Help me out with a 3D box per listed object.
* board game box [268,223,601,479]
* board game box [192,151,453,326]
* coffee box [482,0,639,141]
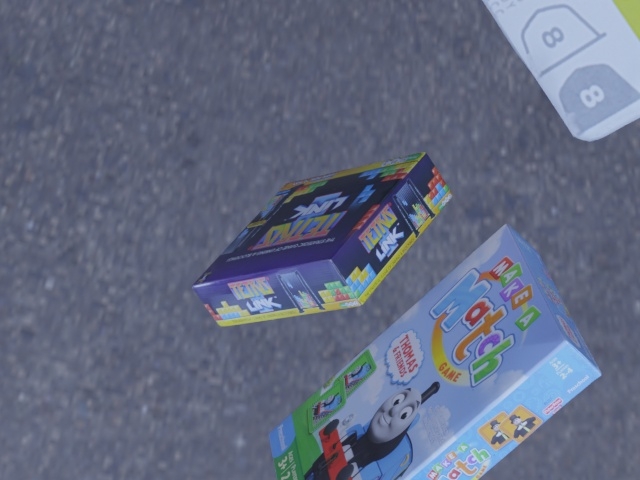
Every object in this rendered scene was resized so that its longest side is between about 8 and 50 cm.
[{"bbox_3d":[0.062,0.101,1.120,0.211,0.160,0.039,-42,113,12],"label":"board game box"},{"bbox_3d":[0.000,0.000,1.455,0.170,0.141,0.048,-12,118,47],"label":"board game box"},{"bbox_3d":[0.191,-0.299,0.651,0.334,0.338,0.337,-31,94,41],"label":"coffee box"}]
